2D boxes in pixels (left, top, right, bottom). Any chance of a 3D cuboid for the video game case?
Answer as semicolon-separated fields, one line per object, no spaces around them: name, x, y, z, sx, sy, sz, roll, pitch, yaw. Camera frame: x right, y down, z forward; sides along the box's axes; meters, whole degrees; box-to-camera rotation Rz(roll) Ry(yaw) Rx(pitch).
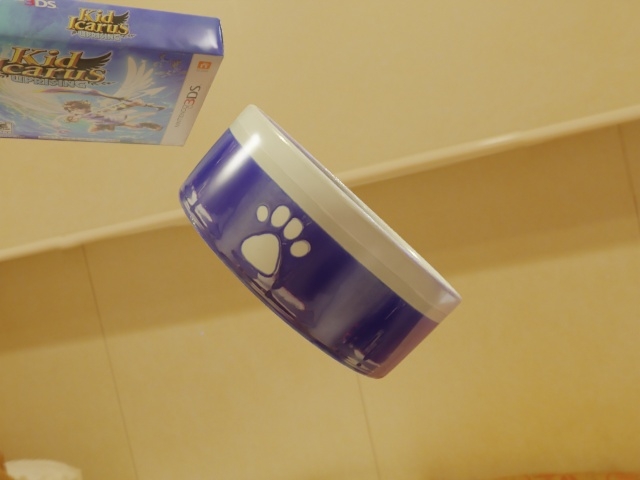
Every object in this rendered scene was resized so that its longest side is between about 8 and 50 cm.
video game case;-0.284;-0.203;0.832;0.269;0.061;0.244;-1;-19;-24

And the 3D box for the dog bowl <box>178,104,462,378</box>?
dog bowl;0.000;0.000;0.610;0.104;0.265;0.265;-47;0;6
